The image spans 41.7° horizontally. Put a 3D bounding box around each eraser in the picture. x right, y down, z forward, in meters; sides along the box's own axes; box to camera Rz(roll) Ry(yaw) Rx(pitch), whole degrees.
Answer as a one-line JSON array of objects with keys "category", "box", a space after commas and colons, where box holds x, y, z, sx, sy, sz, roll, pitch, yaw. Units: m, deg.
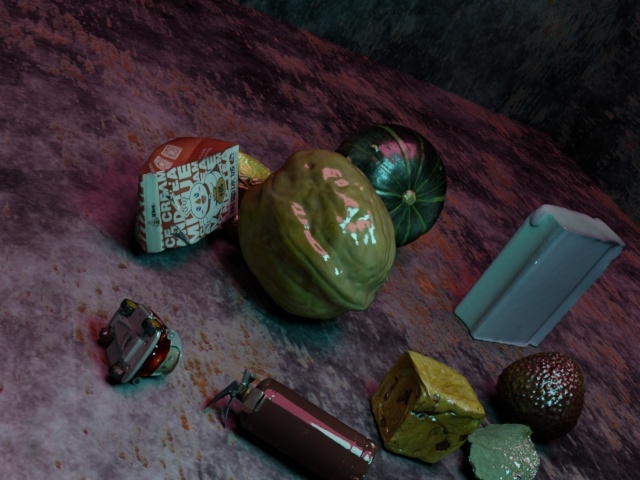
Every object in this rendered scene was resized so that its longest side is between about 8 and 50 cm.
[{"category": "eraser", "box": [0.535, 0.092, 2.057, 0.272, 0.359, 0.122, 11, 33, -36]}]

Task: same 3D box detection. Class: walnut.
[{"category": "walnut", "box": [-0.001, -0.001, 1.688, 0.306, 0.306, 0.344, -5, 53, -52]}]

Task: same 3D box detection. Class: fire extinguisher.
[{"category": "fire extinguisher", "box": [-0.047, 0.301, 1.349, 0.268, 0.105, 0.105, 32, 25, -1]}]

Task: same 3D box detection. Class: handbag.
[{"category": "handbag", "box": [-0.282, -0.099, 1.661, 0.151, 0.171, 0.298, 9, 20, 18]}]

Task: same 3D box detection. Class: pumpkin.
[{"category": "pumpkin", "box": [0.162, -0.134, 2.107, 0.323, 0.324, 0.241, 13, 3, -35]}]

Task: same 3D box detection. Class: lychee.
[{"category": "lychee", "box": [0.472, 0.330, 1.787, 0.194, 0.194, 0.194, 26, 26, -14]}]

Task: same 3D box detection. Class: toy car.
[{"category": "toy car", "box": [-0.274, 0.163, 1.336, 0.112, 0.112, 0.139, 29, 12, -43]}]

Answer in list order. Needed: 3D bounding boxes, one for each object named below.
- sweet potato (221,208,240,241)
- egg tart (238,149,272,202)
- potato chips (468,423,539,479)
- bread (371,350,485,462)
[{"category": "sweet potato", "box": [-0.117, -0.011, 1.859, 0.233, 0.062, 0.081, 23, 45, -26]}, {"category": "egg tart", "box": [-0.194, -0.150, 1.966, 0.212, 0.090, 0.213, 30, 16, -9]}, {"category": "potato chips", "box": [0.345, 0.405, 1.641, 0.167, 0.059, 0.228, 19, 27, -5]}, {"category": "bread", "box": [0.193, 0.304, 1.546, 0.143, 0.149, 0.158, 26, 26, -20]}]
